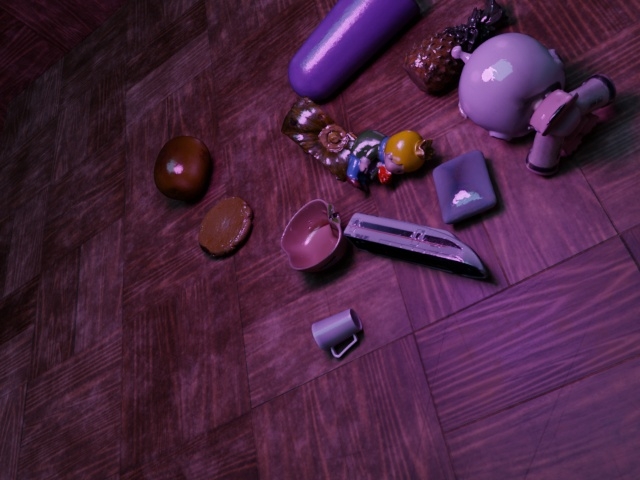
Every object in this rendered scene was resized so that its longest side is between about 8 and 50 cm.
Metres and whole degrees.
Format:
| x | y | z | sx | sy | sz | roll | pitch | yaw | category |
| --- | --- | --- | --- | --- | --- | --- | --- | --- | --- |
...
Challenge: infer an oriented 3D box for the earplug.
| x | y | z | sx | sy | sz | roll | pitch | yaw | category |
| --- | --- | --- | --- | --- | --- | --- | --- | --- | --- |
| 0.079 | -0.629 | 2.016 | 0.456 | 0.215 | 0.215 | -45 | 46 | 12 | earplug |

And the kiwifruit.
| x | y | z | sx | sy | sz | roll | pitch | yaw | category |
| --- | --- | --- | --- | --- | --- | --- | --- | --- | --- |
| -0.475 | -0.256 | 2.237 | 0.196 | 0.196 | 0.234 | -10 | 53 | 34 | kiwifruit |

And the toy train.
| x | y | z | sx | sy | sz | roll | pitch | yaw | category |
| --- | --- | --- | --- | --- | --- | --- | --- | --- | --- |
| 0.241 | 0.008 | 1.583 | 0.407 | 0.086 | 0.088 | 15 | 69 | 42 | toy train |

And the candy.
| x | y | z | sx | sy | sz | roll | pitch | yaw | category |
| --- | --- | --- | --- | --- | --- | --- | --- | --- | --- |
| 0.350 | -0.133 | 1.586 | 0.138 | 0.071 | 0.174 | -24 | 51 | 25 | candy |

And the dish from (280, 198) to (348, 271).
| x | y | z | sx | sy | sz | roll | pitch | yaw | category |
| --- | --- | --- | --- | --- | --- | --- | --- | --- | --- |
| 0.000 | 0.000 | 1.774 | 0.213 | 0.090 | 0.213 | -21 | 54 | 31 | dish |

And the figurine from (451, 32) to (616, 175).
| x | y | z | sx | sy | sz | roll | pitch | yaw | category |
| --- | --- | --- | --- | --- | --- | --- | --- | --- | --- |
| 0.482 | -0.351 | 1.514 | 0.253 | 0.211 | 0.361 | -45 | 47 | 8 | figurine |

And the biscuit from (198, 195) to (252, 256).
| x | y | z | sx | sy | sz | roll | pitch | yaw | category |
| --- | --- | --- | --- | --- | --- | --- | --- | --- | --- |
| -0.304 | -0.044 | 2.074 | 0.226 | 0.042 | 0.226 | -21 | 51 | 29 | biscuit |

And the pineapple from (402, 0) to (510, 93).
| x | y | z | sx | sy | sz | roll | pitch | yaw | category |
| --- | --- | --- | --- | --- | --- | --- | --- | --- | --- |
| 0.373 | -0.549 | 1.786 | 0.310 | 0.141 | 0.170 | -41 | 21 | 2 | pineapple |

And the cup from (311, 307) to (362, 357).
| x | y | z | sx | sy | sz | roll | pitch | yaw | category |
| --- | --- | --- | --- | --- | --- | --- | --- | --- | --- |
| 0.046 | 0.235 | 1.617 | 0.116 | 0.074 | 0.104 | -28 | 74 | 17 | cup |

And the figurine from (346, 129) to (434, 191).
| x | y | z | sx | sy | sz | roll | pitch | yaw | category |
| --- | --- | --- | --- | --- | --- | --- | --- | --- | --- |
| 0.187 | -0.209 | 1.735 | 0.234 | 0.127 | 0.185 | 18 | 81 | 33 | figurine |

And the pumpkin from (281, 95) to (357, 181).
| x | y | z | sx | sy | sz | roll | pitch | yaw | category |
| --- | --- | --- | --- | --- | --- | --- | --- | --- | --- |
| 0.014 | -0.302 | 1.951 | 0.280 | 0.190 | 0.139 | 43 | 95 | 2 | pumpkin |
